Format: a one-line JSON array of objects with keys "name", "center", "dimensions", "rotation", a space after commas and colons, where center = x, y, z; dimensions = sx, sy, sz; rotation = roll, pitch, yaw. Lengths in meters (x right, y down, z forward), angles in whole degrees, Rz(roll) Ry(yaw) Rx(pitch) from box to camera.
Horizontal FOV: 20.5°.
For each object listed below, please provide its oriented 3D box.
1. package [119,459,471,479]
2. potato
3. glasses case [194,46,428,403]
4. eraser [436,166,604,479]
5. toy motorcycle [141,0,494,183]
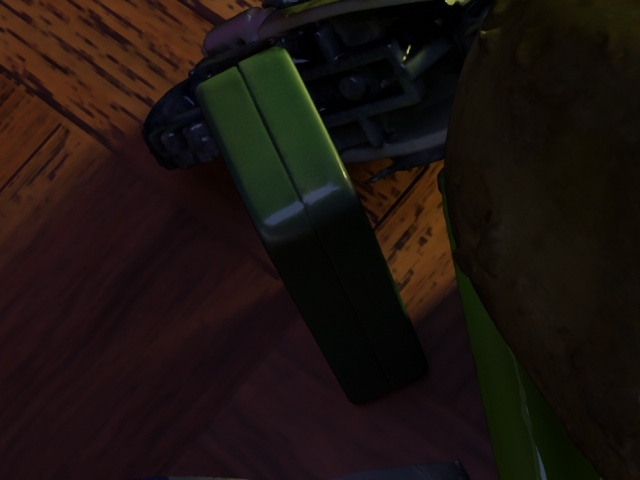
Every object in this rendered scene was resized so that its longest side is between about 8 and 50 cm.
[{"name": "package", "center": [0.011, 0.164, 0.679], "dimensions": [0.173, 0.027, 0.171], "rotation": [1, 59, -28]}, {"name": "potato", "center": [0.166, 0.004, 0.577], "dimensions": [0.210, 0.173, 0.307], "rotation": [-22, 62, -20]}, {"name": "glasses case", "center": [0.000, 0.000, 0.716], "dimensions": [0.039, 0.184, 0.077], "rotation": [-25, 63, 0]}, {"name": "eraser", "center": [0.169, 0.074, 0.694], "dimensions": [0.210, 0.092, 0.274], "rotation": [-16, 65, 7]}, {"name": "toy motorcycle", "center": [0.047, -0.109, 0.802], "dimensions": [0.239, 0.108, 0.204], "rotation": [2, 36, 27]}]
